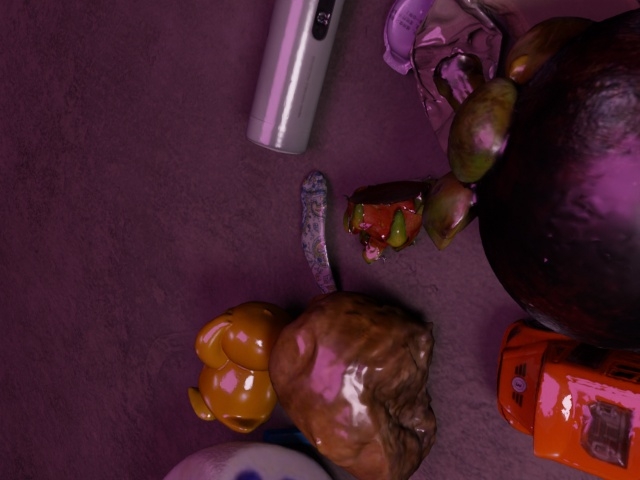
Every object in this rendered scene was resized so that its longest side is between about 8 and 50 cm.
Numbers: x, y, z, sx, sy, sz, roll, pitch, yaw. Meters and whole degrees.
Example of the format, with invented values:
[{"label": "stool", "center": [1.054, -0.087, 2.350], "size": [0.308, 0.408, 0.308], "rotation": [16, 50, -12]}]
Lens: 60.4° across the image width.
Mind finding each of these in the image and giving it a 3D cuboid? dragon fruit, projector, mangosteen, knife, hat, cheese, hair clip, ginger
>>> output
[{"label": "dragon fruit", "center": [0.101, -0.037, 0.785], "size": [0.142, 0.138, 0.175], "rotation": [-97, 4, -46]}, {"label": "projector", "center": [-0.031, -0.307, 0.847], "size": [0.108, 0.108, 0.338], "rotation": [29, 114, 32]}, {"label": "mangosteen", "center": [0.269, -0.053, 0.510], "size": [0.329, 0.330, 0.331], "rotation": [6, 100, 38]}, {"label": "knife", "center": [-0.005, 0.341, 0.973], "size": [0.296, 0.026, 0.044], "rotation": [-20, 81, 41]}, {"label": "hat", "center": [0.236, -0.215, 0.671], "size": [0.244, 0.149, 0.215], "rotation": [0, 120, 1]}, {"label": "cheese", "center": [0.149, -0.317, 0.742], "size": [0.105, 0.042, 0.191], "rotation": [46, 121, 23]}, {"label": "hair clip", "center": [-0.002, 0.000, 0.912], "size": [0.066, 0.036, 0.230], "rotation": [-8, 91, 46]}, {"label": "ginger", "center": [0.039, 0.207, 0.804], "size": [0.222, 0.200, 0.270], "rotation": [8, 101, 36]}]

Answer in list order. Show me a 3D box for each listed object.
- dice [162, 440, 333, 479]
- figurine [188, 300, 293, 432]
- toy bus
[{"label": "dice", "center": [-0.125, 0.528, 0.875], "size": [0.304, 0.276, 0.304], "rotation": [-45, 32, 31]}, {"label": "figurine", "center": [-0.123, 0.211, 0.943], "size": [0.215, 0.215, 0.229], "rotation": [12, 92, 37]}, {"label": "toy bus", "center": [0.340, 0.189, 0.592], "size": [0.329, 0.153, 0.143], "rotation": [10, 102, 39]}]
